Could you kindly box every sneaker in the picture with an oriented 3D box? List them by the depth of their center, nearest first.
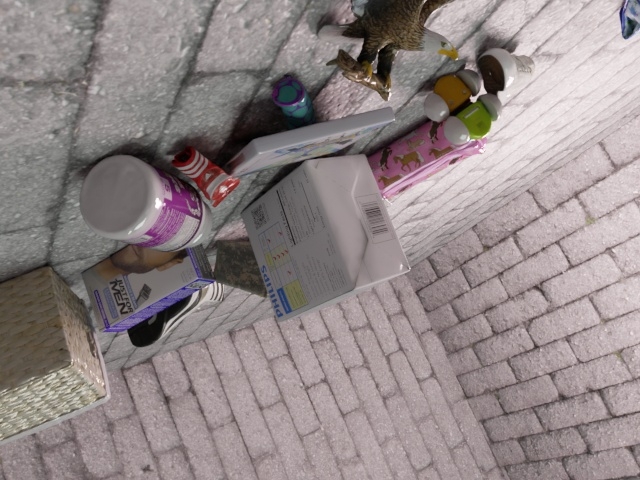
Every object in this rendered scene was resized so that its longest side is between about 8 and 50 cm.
[{"bbox_3d":[-0.249,-0.148,1.255,0.087,0.128,0.221,-46,-176,-10],"label":"sneaker"},{"bbox_3d":[0.468,-0.433,1.431,0.123,0.106,0.290,-38,171,12],"label":"sneaker"},{"bbox_3d":[-0.511,0.256,2.137,0.447,0.169,0.257,-36,160,32],"label":"sneaker"}]

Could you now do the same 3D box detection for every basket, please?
[{"bbox_3d":[-0.762,0.292,1.465,0.331,0.328,0.266,-22,150,-12],"label":"basket"}]

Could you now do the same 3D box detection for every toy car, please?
[{"bbox_3d":[0.348,-0.322,1.450,0.159,0.182,0.136,-37,173,-11],"label":"toy car"}]

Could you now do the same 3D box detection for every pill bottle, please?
[{"bbox_3d":[-0.350,-0.065,1.229,0.169,0.169,0.301,-27,166,10],"label":"pill bottle"}]

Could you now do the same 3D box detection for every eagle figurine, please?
[{"bbox_3d":[0.152,-0.384,0.962,0.298,0.225,0.226,-60,-161,15],"label":"eagle figurine"}]

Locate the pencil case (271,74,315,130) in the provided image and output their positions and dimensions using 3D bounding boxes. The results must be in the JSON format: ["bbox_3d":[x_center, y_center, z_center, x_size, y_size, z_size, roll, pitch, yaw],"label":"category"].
[{"bbox_3d":[-0.053,-0.273,1.177,0.070,0.065,0.152,12,172,10],"label":"pencil case"}]

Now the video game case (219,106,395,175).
[{"bbox_3d":[-0.041,-0.213,1.304,0.329,0.036,0.300,-19,-177,-23],"label":"video game case"}]

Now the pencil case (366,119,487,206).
[{"bbox_3d":[0.278,-0.234,1.668,0.386,0.167,0.160,-30,167,12],"label":"pencil case"}]

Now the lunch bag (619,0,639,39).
[{"bbox_3d":[0.842,-0.589,1.464,0.128,0.096,0.151,-26,156,6],"label":"lunch bag"}]

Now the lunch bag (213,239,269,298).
[{"bbox_3d":[-0.171,0.083,1.916,0.235,0.169,0.287,14,-173,30],"label":"lunch bag"}]

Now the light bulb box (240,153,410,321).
[{"bbox_3d":[0.000,0.000,1.618,0.225,0.358,0.361,-12,168,-40],"label":"light bulb box"}]

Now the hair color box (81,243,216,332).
[{"bbox_3d":[-0.476,0.101,1.591,0.338,0.185,0.110,-28,164,13],"label":"hair color box"}]
